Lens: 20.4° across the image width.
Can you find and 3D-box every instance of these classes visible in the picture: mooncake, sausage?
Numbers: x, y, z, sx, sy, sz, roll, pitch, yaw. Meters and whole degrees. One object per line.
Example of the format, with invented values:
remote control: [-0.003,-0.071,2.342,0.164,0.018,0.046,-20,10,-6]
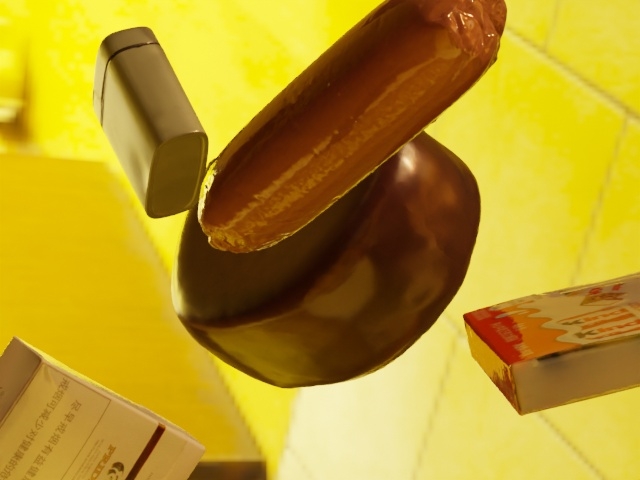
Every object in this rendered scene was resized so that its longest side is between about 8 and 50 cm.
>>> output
mooncake: [0.000,0.000,1.830,0.326,0.174,0.334,-48,33,12]
sausage: [0.014,-0.081,1.195,0.289,0.086,0.086,-37,54,39]

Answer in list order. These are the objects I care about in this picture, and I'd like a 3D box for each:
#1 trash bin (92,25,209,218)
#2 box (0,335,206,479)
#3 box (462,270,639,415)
trash bin: [-0.150,-0.104,1.564,0.130,0.059,0.116,61,156,30]
box: [-0.145,0.126,1.058,0.040,0.154,0.084,27,83,44]
box: [0.260,0.065,1.424,0.273,0.265,0.048,-127,24,-84]
